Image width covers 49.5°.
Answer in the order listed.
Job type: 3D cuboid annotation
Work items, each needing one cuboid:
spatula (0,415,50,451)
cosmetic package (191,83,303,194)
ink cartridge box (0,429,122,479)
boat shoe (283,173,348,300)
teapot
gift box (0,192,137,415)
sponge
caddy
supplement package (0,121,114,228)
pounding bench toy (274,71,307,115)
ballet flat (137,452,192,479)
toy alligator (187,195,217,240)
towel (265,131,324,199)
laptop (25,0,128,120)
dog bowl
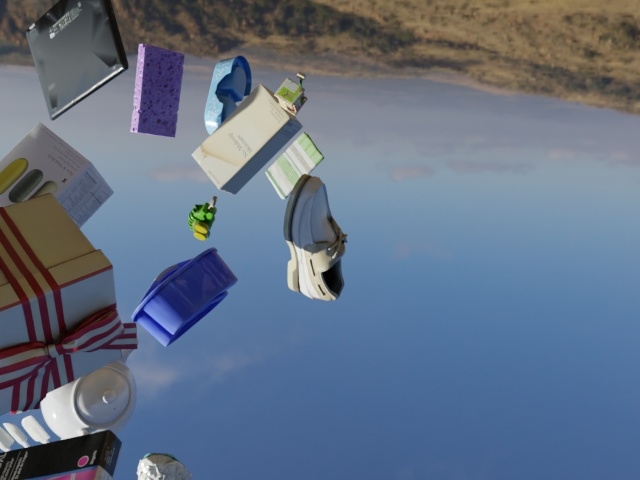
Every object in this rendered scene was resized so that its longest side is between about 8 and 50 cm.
[{"bbox_3d":[-0.749,0.551,1.807,0.168,0.242,0.019,-17,-150,13],"label":"spatula"},{"bbox_3d":[-0.224,-0.306,2.128,0.160,0.309,0.113,49,-169,17],"label":"cosmetic package"},{"bbox_3d":[-0.586,0.500,1.388,0.370,0.069,0.176,-17,-141,14],"label":"ink cartridge box"},{"bbox_3d":[0.000,0.000,1.298,0.103,0.302,0.113,22,-125,18],"label":"boat shoe"},{"bbox_3d":[-0.564,0.397,1.741,0.252,0.256,0.187,-17,-177,-39],"label":"teapot"},{"bbox_3d":[-0.463,0.116,1.132,0.255,0.277,0.258,-27,-129,-29],"label":"gift box"},{"bbox_3d":[-0.395,-0.360,1.690,0.031,0.210,0.117,14,-170,40],"label":"sponge"},{"bbox_3d":[-0.417,0.157,2.113,0.341,0.179,0.241,-41,175,-36],"label":"caddy"},{"bbox_3d":[-0.739,-0.127,1.857,0.199,0.263,0.198,36,166,13],"label":"supplement package"},{"bbox_3d":[-0.058,-0.348,1.632,0.052,0.083,0.065,35,175,12],"label":"pounding bench toy"},{"bbox_3d":[-0.421,0.730,1.941,0.146,0.409,0.147,0,-130,-1],"label":"ballet flat"},{"bbox_3d":[-0.245,-0.052,1.427,0.051,0.056,0.190,21,153,-4],"label":"toy alligator"},{"bbox_3d":[-0.064,-0.188,1.764,0.023,0.152,0.113,28,-157,-51],"label":"towel"},{"bbox_3d":[-0.593,-0.584,1.884,0.381,0.408,0.236,-17,178,41],"label":"laptop"},{"bbox_3d":[-0.310,-0.472,2.317,0.074,0.298,0.166,6,167,18],"label":"dog bowl"}]
